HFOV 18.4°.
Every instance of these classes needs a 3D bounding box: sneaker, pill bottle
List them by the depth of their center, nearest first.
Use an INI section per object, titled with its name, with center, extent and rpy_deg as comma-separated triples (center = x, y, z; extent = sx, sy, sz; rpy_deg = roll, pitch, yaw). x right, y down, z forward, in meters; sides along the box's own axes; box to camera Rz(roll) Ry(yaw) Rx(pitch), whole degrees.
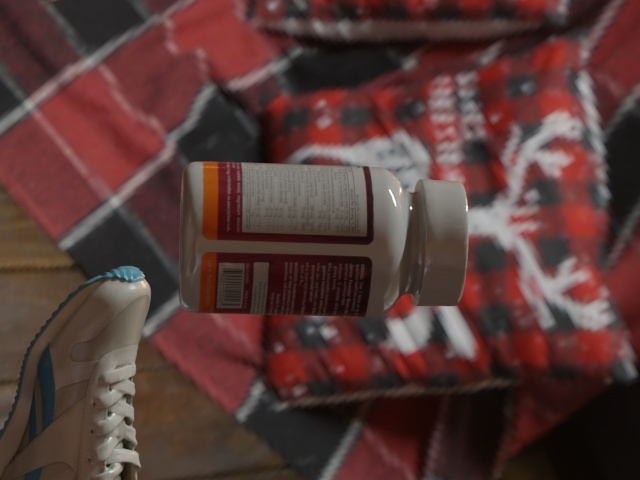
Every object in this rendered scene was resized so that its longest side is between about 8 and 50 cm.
[sneaker]
center = -0.159, 0.123, 1.334
extent = 0.092, 0.228, 0.087
rpy_deg = 32, 20, 21
[pill bottle]
center = 0.000, 0.000, 1.558
extent = 0.221, 0.121, 0.121
rpy_deg = 2, 60, -5

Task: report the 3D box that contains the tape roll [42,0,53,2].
[tape roll]
center = -0.240, -0.262, 1.158
extent = 0.286, 0.100, 0.286
rpy_deg = 36, 9, -6
